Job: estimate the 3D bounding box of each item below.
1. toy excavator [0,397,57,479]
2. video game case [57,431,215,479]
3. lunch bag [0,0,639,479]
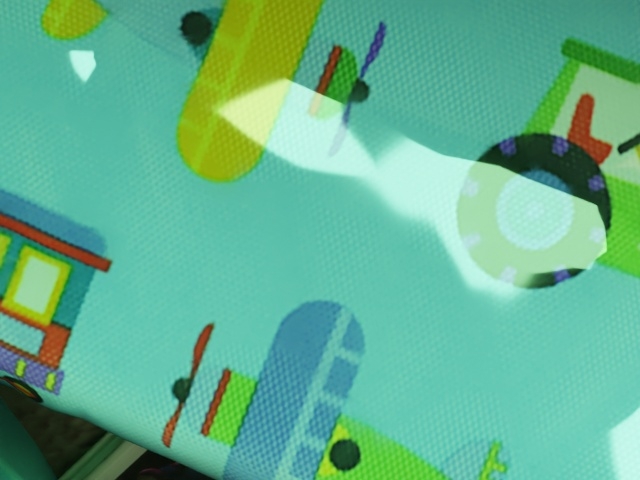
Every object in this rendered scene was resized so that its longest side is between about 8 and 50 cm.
[{"bbox_3d":[-0.114,0.137,0.517,0.222,0.445,0.433,-29,122,4],"label":"toy excavator"},{"bbox_3d":[-0.026,0.130,0.813,0.190,0.022,0.173,25,128,-30],"label":"video game case"},{"bbox_3d":[0.034,-0.025,0.453,0.221,0.293,0.138,23,96,4],"label":"lunch bag"}]
